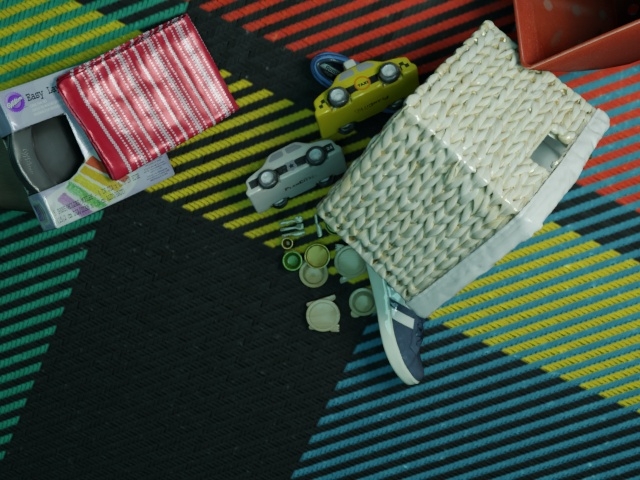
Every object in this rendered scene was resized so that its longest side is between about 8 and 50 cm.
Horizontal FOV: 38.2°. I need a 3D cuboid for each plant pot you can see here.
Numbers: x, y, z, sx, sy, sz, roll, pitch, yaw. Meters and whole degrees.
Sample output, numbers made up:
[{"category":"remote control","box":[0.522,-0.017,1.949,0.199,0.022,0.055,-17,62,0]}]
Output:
[{"category":"plant pot","box":[0.470,-0.405,1.416,0.267,0.235,0.267,-17,73,46]}]

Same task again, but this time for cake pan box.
[{"category":"cake pan box","box":[-0.413,-0.173,1.593,0.267,0.070,0.246,-28,101,-37]}]

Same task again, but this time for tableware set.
[{"category":"tableware set","box":[0.000,0.000,1.708,0.154,0.024,0.104,-10,91,5]},{"category":"tableware set","box":[0.032,0.090,1.741,0.141,0.020,0.169,-12,101,4]}]

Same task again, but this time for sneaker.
[{"category":"sneaker","box":[0.172,0.092,1.679,0.148,0.131,0.350,-12,102,9]},{"category":"sneaker","box":[0.080,-0.273,1.625,0.209,0.082,0.069,21,101,-5]}]

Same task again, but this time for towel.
[{"category":"towel","box":[-0.294,-0.250,1.596,0.275,0.031,0.199,-34,106,-22]}]

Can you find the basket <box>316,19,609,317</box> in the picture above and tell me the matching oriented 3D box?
[{"category":"basket","box":[0.222,-0.112,1.481,0.266,0.328,0.331,42,141,2]}]

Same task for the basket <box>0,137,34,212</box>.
[{"category":"basket","box":[-0.609,-0.139,1.647,0.226,0.154,0.204,-5,97,7]}]

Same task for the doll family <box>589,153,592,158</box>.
[{"category":"doll family","box":[0.396,-0.174,1.644,0.193,0.076,0.111,17,107,3]}]

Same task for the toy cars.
[{"category":"toy cars","box":[0.007,-0.193,1.599,0.394,0.176,0.087,-46,59,34]}]
